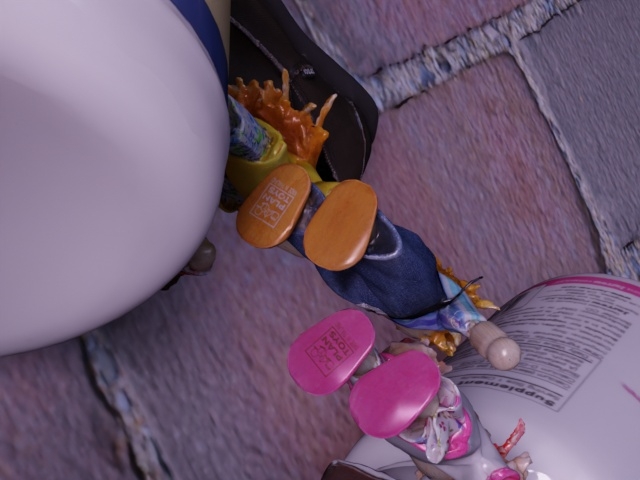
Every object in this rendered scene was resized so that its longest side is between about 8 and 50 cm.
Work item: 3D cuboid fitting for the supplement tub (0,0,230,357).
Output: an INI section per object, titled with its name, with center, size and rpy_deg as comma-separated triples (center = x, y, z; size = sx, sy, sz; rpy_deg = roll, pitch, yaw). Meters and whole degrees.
[supplement tub]
center = -0.141, -0.142, 0.556
size = 0.228, 0.228, 0.316
rpy_deg = 33, 44, -42

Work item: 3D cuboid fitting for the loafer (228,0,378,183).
[loafer]
center = -0.040, -0.073, 0.800
size = 0.220, 0.080, 0.078
rpy_deg = 30, 46, -44

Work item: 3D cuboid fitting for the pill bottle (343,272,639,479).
[pill bottle]
center = 0.100, 0.131, 0.803
size = 0.283, 0.160, 0.160
rpy_deg = -33, 98, -57

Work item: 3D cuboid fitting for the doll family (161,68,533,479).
[doll family]
center = 0.000, 0.000, 0.672
size = 0.263, 0.118, 0.163
rpy_deg = 33, -4, 24

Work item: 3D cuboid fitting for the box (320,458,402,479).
[box]
center = 0.027, 0.222, 0.572
size = 0.167, 0.168, 0.203
rpy_deg = 23, 35, 8
